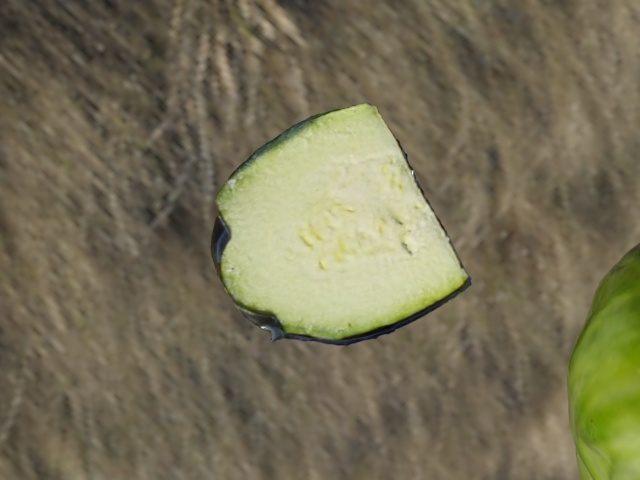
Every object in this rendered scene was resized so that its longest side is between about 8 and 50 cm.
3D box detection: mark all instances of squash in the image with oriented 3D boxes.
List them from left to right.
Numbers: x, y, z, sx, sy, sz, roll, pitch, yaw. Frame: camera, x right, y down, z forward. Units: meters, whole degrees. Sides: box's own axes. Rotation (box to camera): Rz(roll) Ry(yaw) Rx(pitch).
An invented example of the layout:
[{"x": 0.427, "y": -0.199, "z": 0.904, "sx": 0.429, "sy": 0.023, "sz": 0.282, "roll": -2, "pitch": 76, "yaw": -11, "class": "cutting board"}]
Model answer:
[{"x": 0.002, "y": 0.006, "z": 1.452, "sx": 0.184, "sy": 0.192, "sz": 0.085, "roll": -25, "pitch": 166, "yaw": -10, "class": "squash"}]

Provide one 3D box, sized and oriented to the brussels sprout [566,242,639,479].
[{"x": 0.237, "y": 0.122, "z": 0.875, "sx": 0.210, "sy": 0.271, "sz": 0.219, "roll": -15, "pitch": 139, "yaw": 9, "class": "brussels sprout"}]
